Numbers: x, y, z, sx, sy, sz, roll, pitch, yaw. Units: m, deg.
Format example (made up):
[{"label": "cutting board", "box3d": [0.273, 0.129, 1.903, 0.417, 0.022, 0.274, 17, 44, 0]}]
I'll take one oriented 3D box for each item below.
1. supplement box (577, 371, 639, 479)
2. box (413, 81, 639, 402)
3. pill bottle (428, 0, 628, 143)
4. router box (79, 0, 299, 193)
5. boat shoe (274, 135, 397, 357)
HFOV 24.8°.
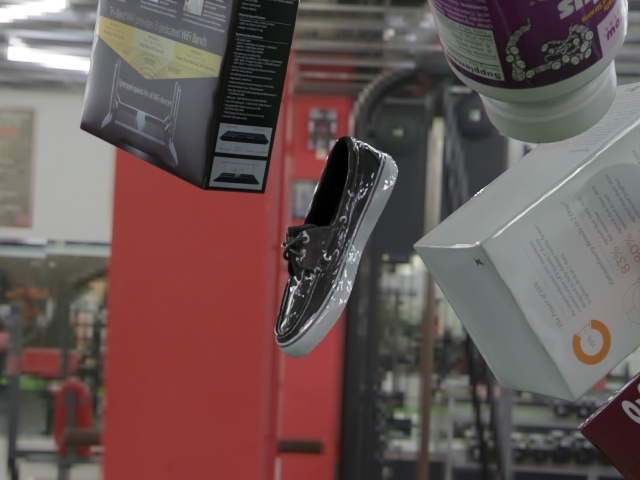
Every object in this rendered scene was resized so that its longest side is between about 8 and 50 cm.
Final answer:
[{"label": "supplement box", "box3d": [0.289, 0.127, 1.008, 0.239, 0.130, 0.073, -18, -28, -55]}, {"label": "box", "box3d": [0.320, -0.007, 1.687, 0.345, 0.215, 0.168, -37, 14, -19]}, {"label": "pill bottle", "box3d": [0.174, -0.226, 1.248, 0.169, 0.169, 0.301, 2, -36, 22]}, {"label": "router box", "box3d": [-0.149, -0.204, 1.587, 0.081, 0.243, 0.309, 2, 15, -35]}, {"label": "boat shoe", "box3d": [0.000, 0.000, 1.417, 0.076, 0.229, 0.080, 34, -15, -26]}]
